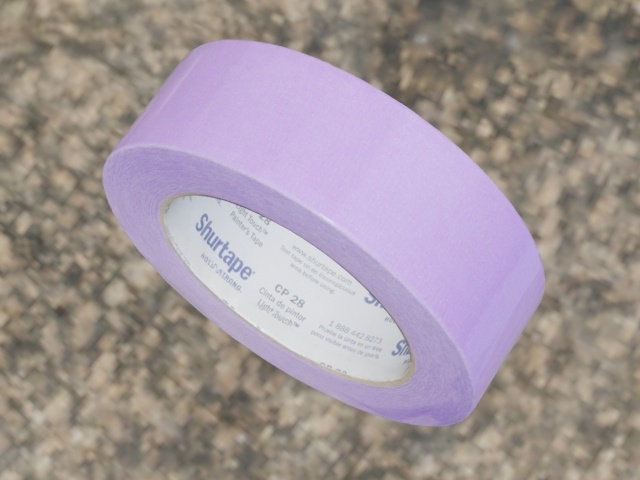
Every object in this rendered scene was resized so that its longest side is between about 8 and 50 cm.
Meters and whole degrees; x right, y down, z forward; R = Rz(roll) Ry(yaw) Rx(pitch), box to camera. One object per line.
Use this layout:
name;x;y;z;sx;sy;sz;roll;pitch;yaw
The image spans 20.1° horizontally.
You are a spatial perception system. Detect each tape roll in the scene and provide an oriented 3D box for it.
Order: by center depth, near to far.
tape roll;0.000;0.000;1.131;0.090;0.275;0.275;-56;130;-22
